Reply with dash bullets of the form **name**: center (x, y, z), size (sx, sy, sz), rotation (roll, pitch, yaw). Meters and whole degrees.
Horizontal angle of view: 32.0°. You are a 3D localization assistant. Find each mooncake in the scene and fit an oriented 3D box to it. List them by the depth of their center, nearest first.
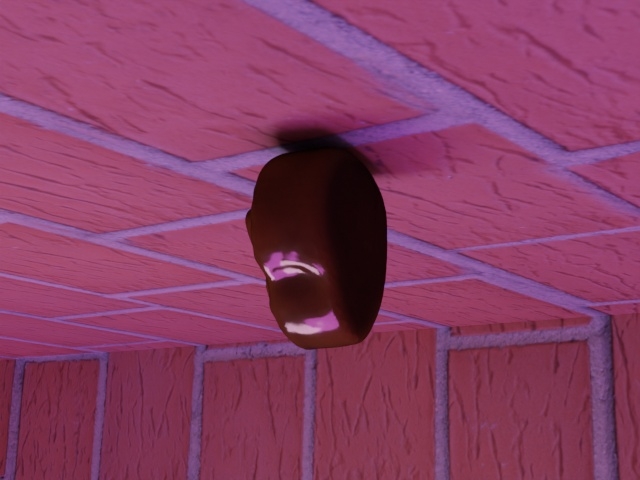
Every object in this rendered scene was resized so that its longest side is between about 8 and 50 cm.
- **mooncake**: center (0.000, 0.000, 1.315), size (0.117, 0.235, 0.235), rotation (-7, 165, 21)
